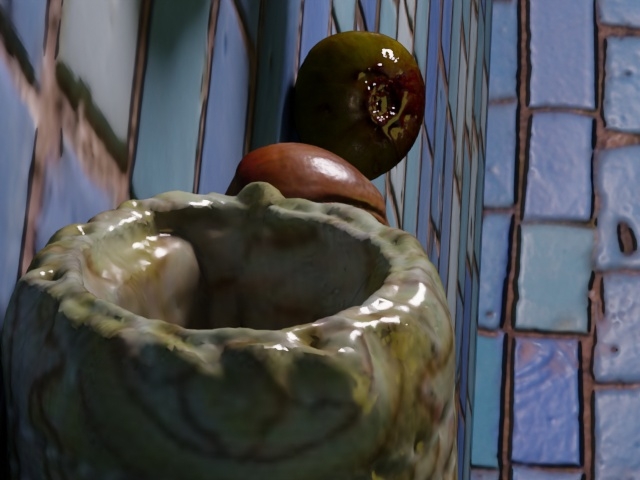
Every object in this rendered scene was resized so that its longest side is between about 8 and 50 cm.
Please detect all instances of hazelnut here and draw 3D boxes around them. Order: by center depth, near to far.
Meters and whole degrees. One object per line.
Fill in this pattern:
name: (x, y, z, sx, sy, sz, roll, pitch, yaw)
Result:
hazelnut: (-0.009, -0.002, 0.904, 0.086, 0.086, 0.086, 1, 90, -81)

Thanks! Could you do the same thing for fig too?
fig: (0.016, -0.077, 1.114, 0.098, 0.082, 0.084, 1, -70, 65)

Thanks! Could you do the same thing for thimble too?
thimble: (-0.027, 0.069, 0.612, 0.190, 0.137, 0.144, -98, -174, -73)
